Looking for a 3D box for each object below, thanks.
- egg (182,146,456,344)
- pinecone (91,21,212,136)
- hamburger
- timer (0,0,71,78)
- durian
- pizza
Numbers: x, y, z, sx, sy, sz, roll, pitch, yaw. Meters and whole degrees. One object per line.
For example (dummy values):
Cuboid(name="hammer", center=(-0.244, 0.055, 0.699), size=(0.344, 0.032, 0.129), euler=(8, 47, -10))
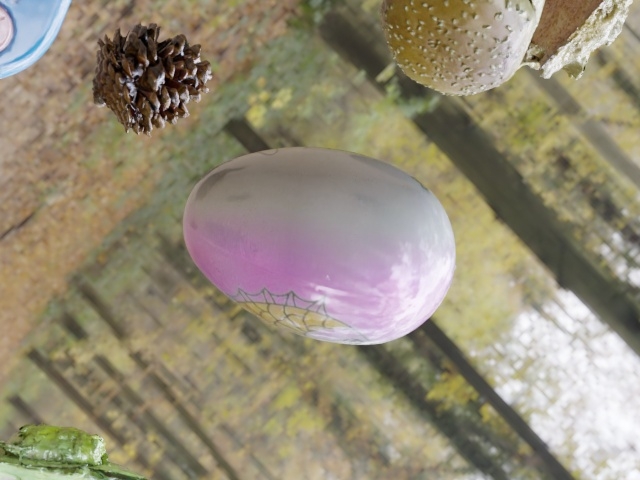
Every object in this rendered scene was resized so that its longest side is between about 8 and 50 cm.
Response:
Cuboid(name="egg", center=(0.000, 0.000, 1.245), size=(0.196, 0.271, 0.196), euler=(21, 90, -79))
Cuboid(name="pinecone", center=(-0.234, -0.226, 1.738), size=(0.173, 0.173, 0.173), euler=(-44, -176, 4))
Cuboid(name="hamburger", center=(0.166, -0.269, 1.469), size=(0.215, 0.189, 0.122), euler=(105, 1, -60))
Cuboid(name="timer", center=(-0.429, -0.357, 1.391), size=(0.115, 0.340, 0.309), euler=(23, -90, 62))
Cuboid(name="durian", center=(-0.357, 0.309, 1.692), size=(0.107, 0.375, 0.132), euler=(-104, -149, -46))
Cuboid(name="pizza", center=(0.374, -0.328, 1.816), size=(0.223, 0.089, 0.323), euler=(-61, -163, 6))
